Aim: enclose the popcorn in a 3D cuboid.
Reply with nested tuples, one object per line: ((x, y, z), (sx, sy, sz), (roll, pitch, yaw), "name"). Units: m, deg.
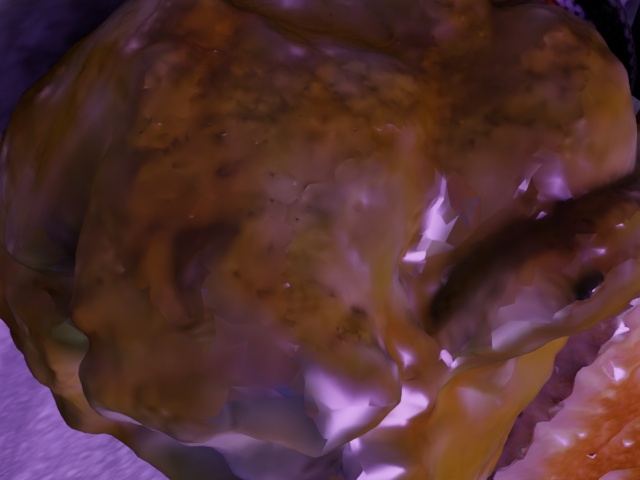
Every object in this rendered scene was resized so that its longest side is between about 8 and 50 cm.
((0.000, -0.007, 0.615), (0.276, 0.225, 0.276), (-29, 146, -22), "popcorn")

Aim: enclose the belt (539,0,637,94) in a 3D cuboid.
((0.109, -0.039, 0.864), (0.094, 0.126, 0.359), (-26, 154, -7), "belt")

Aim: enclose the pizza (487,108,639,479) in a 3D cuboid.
((0.204, 0.066, 0.874), (0.406, 0.130, 0.440), (-8, 138, -42), "pizza")

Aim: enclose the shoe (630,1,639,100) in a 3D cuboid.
((0.222, -0.139, 0.888), (0.053, 0.062, 0.159), (-38, 163, -28), "shoe")
